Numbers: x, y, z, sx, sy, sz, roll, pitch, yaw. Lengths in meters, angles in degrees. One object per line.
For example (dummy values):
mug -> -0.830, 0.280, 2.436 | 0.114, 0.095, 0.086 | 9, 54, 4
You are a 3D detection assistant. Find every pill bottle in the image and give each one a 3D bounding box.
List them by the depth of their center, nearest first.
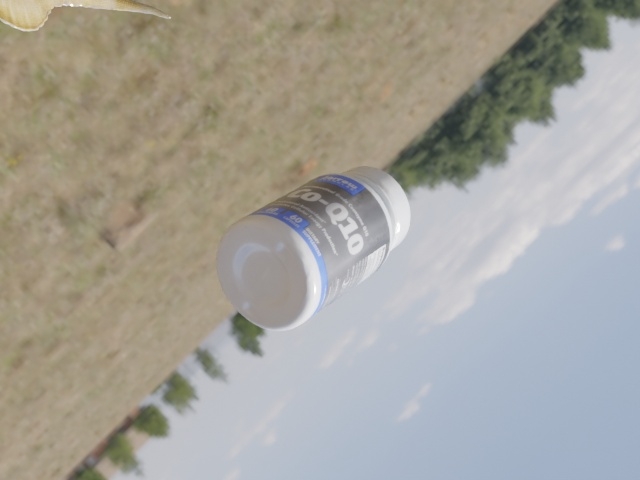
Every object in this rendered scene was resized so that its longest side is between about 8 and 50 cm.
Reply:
pill bottle -> 0.000, 0.000, 0.770 | 0.078, 0.078, 0.137 | -45, 172, 39

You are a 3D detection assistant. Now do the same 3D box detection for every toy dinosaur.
toy dinosaur -> -0.184, -0.166, 0.699 | 0.053, 0.092, 0.183 | -32, 161, 34
